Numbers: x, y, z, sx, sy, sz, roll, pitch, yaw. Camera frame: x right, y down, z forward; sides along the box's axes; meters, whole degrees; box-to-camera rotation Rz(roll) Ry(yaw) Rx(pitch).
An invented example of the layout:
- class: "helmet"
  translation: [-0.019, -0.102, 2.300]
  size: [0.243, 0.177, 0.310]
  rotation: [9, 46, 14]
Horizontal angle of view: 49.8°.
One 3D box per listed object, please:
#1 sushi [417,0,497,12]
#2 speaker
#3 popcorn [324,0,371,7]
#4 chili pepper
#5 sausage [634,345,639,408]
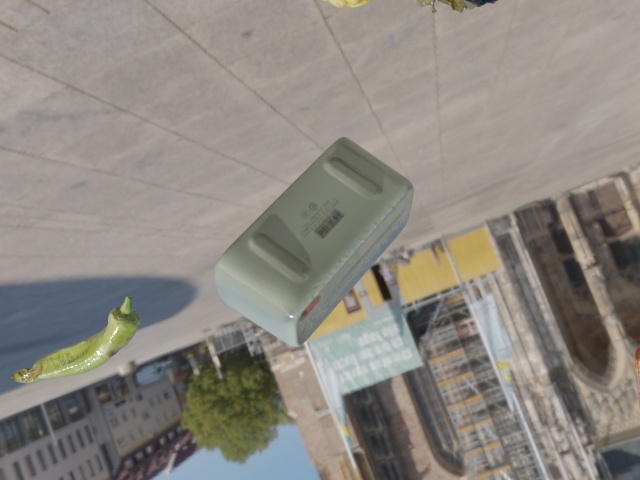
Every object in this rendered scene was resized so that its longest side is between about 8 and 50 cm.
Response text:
- class: "sushi"
  translation: [0.140, -0.305, 0.648]
  size: [0.147, 0.212, 0.115]
  rotation: [-4, 143, -22]
- class: "speaker"
  translation: [0.000, 0.000, 1.335]
  size: [0.406, 0.184, 0.183]
  rotation: [-47, 159, -25]
- class: "popcorn"
  translation: [0.018, -0.404, 0.897]
  size: [0.140, 0.194, 0.163]
  rotation: [-24, -154, 37]
- class: "chili pepper"
  translation: [-0.282, 0.134, 0.822]
  size: [0.208, 0.043, 0.049]
  rotation: [-33, 149, 20]
- class: "sausage"
  translation: [0.449, 0.187, 0.946]
  size: [0.031, 0.107, 0.031]
  rotation: [-12, -162, 4]
